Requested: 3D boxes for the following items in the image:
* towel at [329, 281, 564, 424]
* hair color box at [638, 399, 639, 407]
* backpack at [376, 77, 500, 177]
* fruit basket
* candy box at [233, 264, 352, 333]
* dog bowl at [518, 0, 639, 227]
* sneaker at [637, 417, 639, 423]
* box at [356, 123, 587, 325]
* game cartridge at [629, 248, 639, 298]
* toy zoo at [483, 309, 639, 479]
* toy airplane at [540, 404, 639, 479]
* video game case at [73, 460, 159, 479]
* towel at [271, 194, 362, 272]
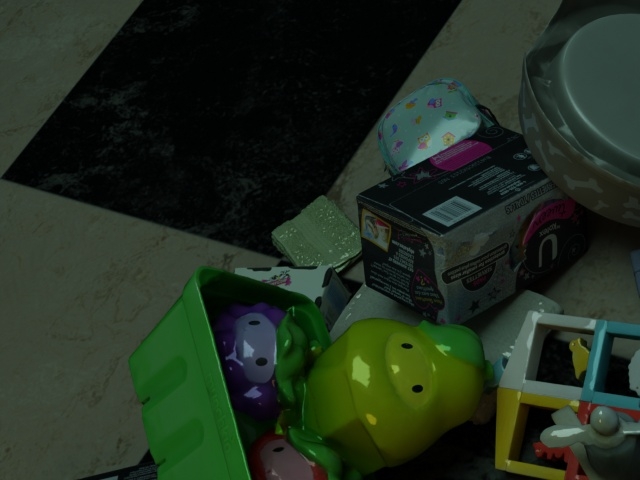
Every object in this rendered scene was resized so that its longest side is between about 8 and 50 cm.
[{"bbox_3d":[0.148,0.117,1.964,0.282,0.049,0.187,21,66,41],"label":"towel"},{"bbox_3d":[0.489,0.195,1.450,0.185,0.110,0.339,-38,67,-19],"label":"hair color box"},{"bbox_3d":[0.162,-0.132,2.115,0.166,0.144,0.188,-37,39,6],"label":"backpack"},{"bbox_3d":[0.000,0.197,1.791,0.392,0.283,0.392,-10,72,35],"label":"fruit basket"},{"bbox_3d":[-0.069,0.146,2.057,0.159,0.071,0.233,-1,53,31],"label":"candy box"},{"bbox_3d":[0.402,-0.162,1.901,0.348,0.102,0.349,7,54,-9],"label":"dog bowl"},{"bbox_3d":[0.475,0.190,1.566,0.319,0.127,0.208,19,85,27],"label":"sneaker"},{"bbox_3d":[0.193,-0.019,1.930,0.247,0.142,0.163,-28,36,-30],"label":"box"},{"bbox_3d":[0.543,0.051,1.766,0.355,0.068,0.230,-19,40,17],"label":"game cartridge"},{"bbox_3d":[0.310,0.185,1.759,0.293,0.030,0.192,5,77,36],"label":"toy zoo"},{"bbox_3d":[0.334,0.328,1.414,0.272,0.386,0.384,-48,-6,18],"label":"toy airplane"},{"bbox_3d":[-0.246,0.387,1.956,0.274,0.035,0.248,-16,38,20],"label":"video game case"},{"bbox_3d":[0.000,0.000,2.180,0.110,0.027,0.148,-37,42,-4],"label":"towel"}]
